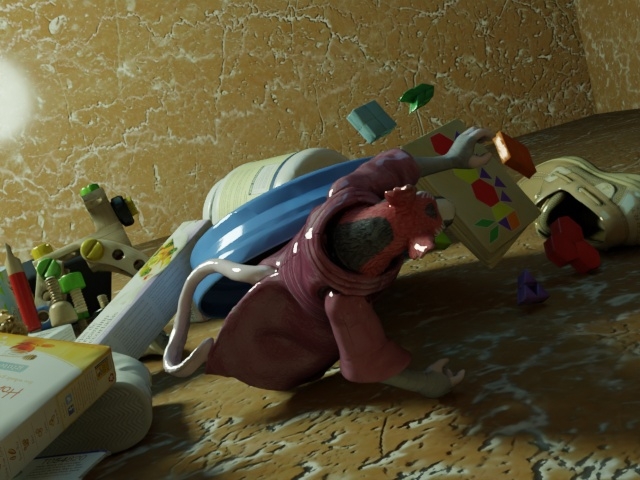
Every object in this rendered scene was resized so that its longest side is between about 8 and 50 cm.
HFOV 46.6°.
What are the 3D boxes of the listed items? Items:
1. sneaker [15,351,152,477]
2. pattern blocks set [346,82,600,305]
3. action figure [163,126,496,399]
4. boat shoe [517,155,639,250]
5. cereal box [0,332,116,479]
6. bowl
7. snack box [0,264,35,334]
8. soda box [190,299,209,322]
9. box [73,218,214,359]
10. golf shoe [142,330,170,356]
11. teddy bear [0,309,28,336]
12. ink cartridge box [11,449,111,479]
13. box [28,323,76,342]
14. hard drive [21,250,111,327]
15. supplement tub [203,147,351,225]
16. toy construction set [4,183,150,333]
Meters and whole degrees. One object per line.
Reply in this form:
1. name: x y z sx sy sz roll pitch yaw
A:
1. sneaker: -0.331 0.196 0.827 0.293 0.108 0.169 -6 5 -9
2. pattern blocks set: 0.188 -0.062 0.931 0.285 0.324 0.026 -20 -19 -39
3. action figure: 0.008 0.013 0.706 0.276 0.248 0.370 10 -20 -10
4. boat shoe: 0.376 -0.056 1.134 0.110 0.121 0.341 -17 11 -11
5. cereal box: -0.321 0.159 0.660 0.173 0.047 0.240 4 22 18
6. bowl: 0.000 0.000 1.055 0.391 0.077 0.391 -21 -16 -6
7. snack box: -0.554 0.137 1.318 0.070 0.174 0.207 -19 10 -6
8. soda box: -0.184 0.093 1.359 0.063 0.058 0.183 -10 9 32
9. box: -0.248 0.091 1.056 0.063 0.067 0.324 -6 36 38
10. golf shoe: -0.273 0.160 1.131 0.086 0.069 0.176 -46 20 -19
11. teddy bear: -0.506 0.220 0.912 0.245 0.113 0.338 -6 26 43
12. ink cartridge box: -0.314 0.249 0.603 0.224 0.045 0.224 -11 8 18
13. box: -0.408 0.182 1.063 0.102 0.087 0.101 -15 8 11
14. hard drive: -0.533 0.107 1.542 0.054 0.171 0.255 16 21 26
15. supplement tub: -0.079 -0.058 1.555 0.235 0.235 0.325 -22 11 -38
16. toy construction set: -0.416 0.025 1.254 0.258 0.237 0.309 -24 -8 12
